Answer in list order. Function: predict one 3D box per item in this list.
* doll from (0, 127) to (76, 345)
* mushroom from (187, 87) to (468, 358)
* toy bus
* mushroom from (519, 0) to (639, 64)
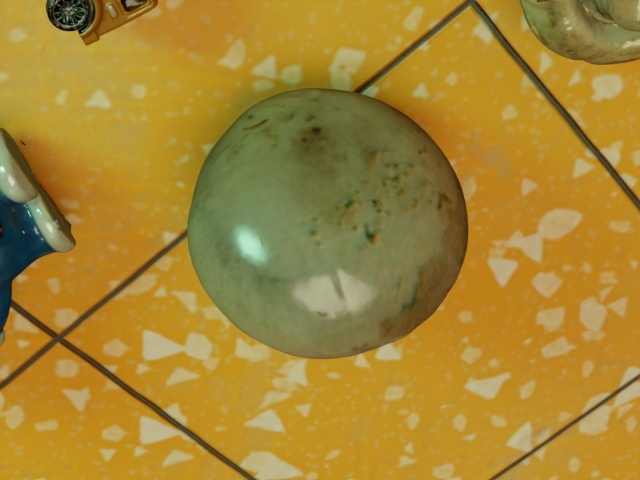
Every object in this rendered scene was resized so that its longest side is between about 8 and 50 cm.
[{"bbox_3d":[-0.339,0.017,1.065,0.257,0.161,0.215,-34,112,-10],"label":"doll"},{"bbox_3d":[0.000,0.000,1.094,0.244,0.243,0.243,-6,125,-9],"label":"mushroom"},{"bbox_3d":[-0.196,-0.250,0.944,0.088,0.083,0.194,-25,128,0],"label":"toy bus"},{"bbox_3d":[0.239,-0.220,1.039,0.166,0.127,0.166,-2,123,-3],"label":"mushroom"}]
